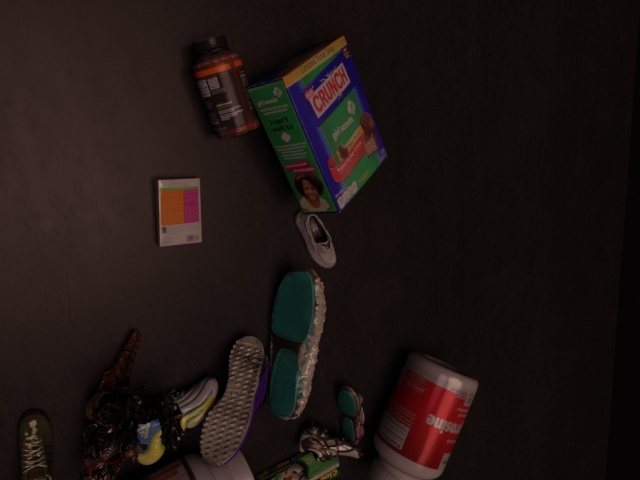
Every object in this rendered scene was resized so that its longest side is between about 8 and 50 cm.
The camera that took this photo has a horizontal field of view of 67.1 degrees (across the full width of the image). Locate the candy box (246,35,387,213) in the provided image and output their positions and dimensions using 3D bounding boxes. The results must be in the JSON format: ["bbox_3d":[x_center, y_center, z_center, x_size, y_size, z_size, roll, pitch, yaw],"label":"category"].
[{"bbox_3d":[0.008,-0.263,1.106,0.268,0.122,0.317,-51,125,-40],"label":"candy box"}]

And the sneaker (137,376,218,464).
[{"bbox_3d":[-0.348,0.387,1.095,0.240,0.091,0.126,-47,118,-18],"label":"sneaker"}]

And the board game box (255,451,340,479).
[{"bbox_3d":[-0.060,0.676,1.392,0.259,0.030,0.136,-16,107,-30],"label":"board game box"}]

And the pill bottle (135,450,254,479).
[{"bbox_3d":[-0.335,0.618,1.085,0.363,0.210,0.210,-20,111,-29],"label":"pill bottle"}]

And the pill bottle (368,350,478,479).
[{"bbox_3d":[0.304,0.569,1.484,0.229,0.229,0.408,25,87,-35],"label":"pill bottle"}]

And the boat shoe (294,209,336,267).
[{"bbox_3d":[0.000,0.000,1.246,0.066,0.063,0.184,-34,117,-22],"label":"boat shoe"}]

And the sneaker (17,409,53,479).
[{"bbox_3d":[-0.566,0.444,0.965,0.064,0.086,0.192,-2,102,-33],"label":"sneaker"}]

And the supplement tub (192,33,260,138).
[{"bbox_3d":[-0.201,-0.322,1.012,0.106,0.106,0.198,-27,115,-26],"label":"supplement tub"}]

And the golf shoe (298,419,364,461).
[{"bbox_3d":[0.026,0.593,1.378,0.198,0.077,0.094,28,78,-10],"label":"golf shoe"}]

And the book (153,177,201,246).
[{"bbox_3d":[-0.307,-0.063,1.049,0.096,0.035,0.144,-7,105,-35],"label":"book"}]

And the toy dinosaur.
[{"bbox_3d":[-0.417,0.359,0.987,0.164,0.218,0.322,-8,92,-58],"label":"toy dinosaur"}]

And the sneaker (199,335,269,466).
[{"bbox_3d":[-0.182,0.391,1.150,0.146,0.102,0.293,74,30,-56],"label":"sneaker"}]

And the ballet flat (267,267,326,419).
[{"bbox_3d":[-0.058,0.257,1.251,0.147,0.147,0.409,3,102,-34],"label":"ballet flat"}]

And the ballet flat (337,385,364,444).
[{"bbox_3d":[0.097,0.507,1.435,0.079,0.077,0.221,-30,123,-45],"label":"ballet flat"}]
